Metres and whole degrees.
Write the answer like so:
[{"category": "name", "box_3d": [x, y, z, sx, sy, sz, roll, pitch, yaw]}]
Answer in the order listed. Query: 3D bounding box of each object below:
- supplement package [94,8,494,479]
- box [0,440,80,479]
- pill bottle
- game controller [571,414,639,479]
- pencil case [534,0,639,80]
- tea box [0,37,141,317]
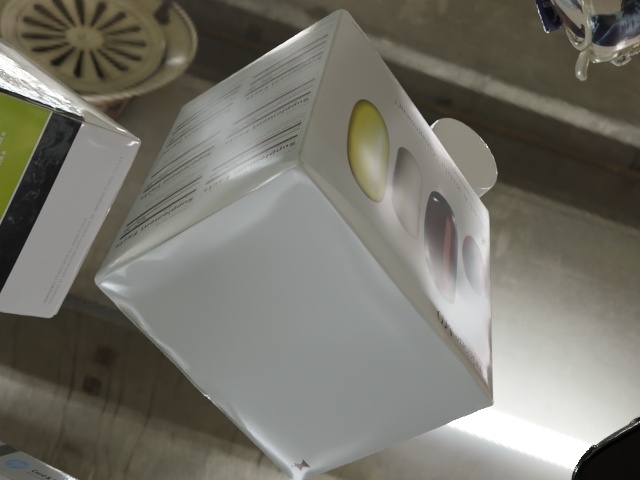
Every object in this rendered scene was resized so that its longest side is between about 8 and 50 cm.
[{"category": "supplement package", "box_3d": [0.000, 0.000, 0.610, 0.194, 0.149, 0.203, 50, -152, -25]}, {"category": "box", "box_3d": [-0.178, 0.209, 0.574, 0.186, 0.145, 0.038, 16, -170, 29]}, {"category": "pill bottle", "box_3d": [0.105, -0.046, 1.190, 0.131, 0.229, 0.131, 23, -134, -27]}, {"category": "game controller", "box_3d": [0.365, 0.171, 0.746, 0.166, 0.319, 0.067, 57, -165, 9]}, {"category": "pencil case", "box_3d": [0.408, -0.279, 0.871, 0.411, 0.183, 0.160, -12, -161, 4]}, {"category": "tea box", "box_3d": [-0.424, -0.111, 0.946, 0.329, 0.220, 0.324, 35, -170, 38]}]
